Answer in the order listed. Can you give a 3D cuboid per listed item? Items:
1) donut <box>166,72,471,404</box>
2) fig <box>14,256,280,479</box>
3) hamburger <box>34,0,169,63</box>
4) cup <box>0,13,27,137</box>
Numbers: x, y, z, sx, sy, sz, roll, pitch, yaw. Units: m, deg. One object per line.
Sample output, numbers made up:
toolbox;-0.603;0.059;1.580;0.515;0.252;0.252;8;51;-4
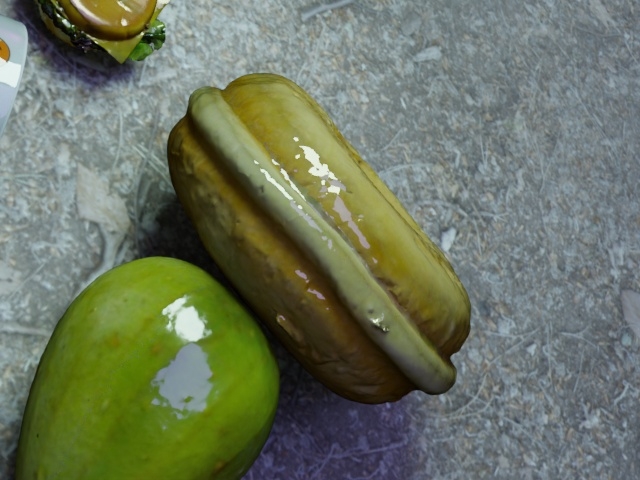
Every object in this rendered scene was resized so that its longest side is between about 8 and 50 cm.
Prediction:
donut;0.000;0.000;1.581;0.198;0.449;0.449;-40;100;4
fig;-0.190;0.184;1.457;0.258;0.258;0.326;42;65;-15
hamburger;-0.268;-0.291;1.667;0.189;0.093;0.164;50;55;-8
cup;-0.483;-0.184;1.401;0.317;0.212;0.212;22;62;-27
